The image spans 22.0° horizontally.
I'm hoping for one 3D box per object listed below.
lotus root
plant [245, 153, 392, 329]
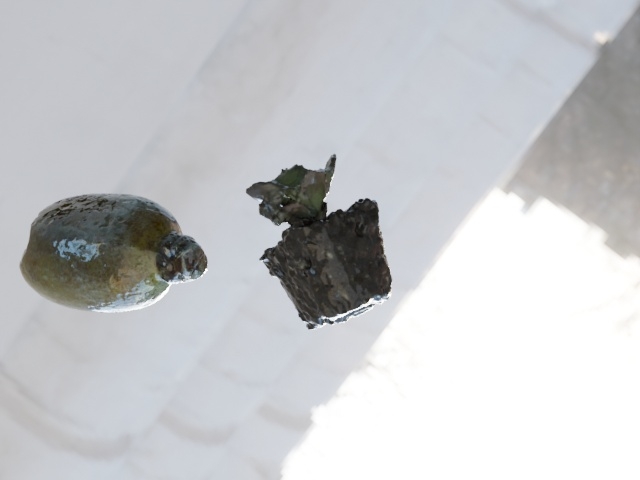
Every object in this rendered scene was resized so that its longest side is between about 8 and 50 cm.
[{"bbox_3d":[-0.181,0.010,1.446,0.192,0.113,0.088,5,150,37],"label":"lotus root"},{"bbox_3d":[0.000,0.000,1.974,0.142,0.131,0.203,-13,-96,-31],"label":"plant"}]
